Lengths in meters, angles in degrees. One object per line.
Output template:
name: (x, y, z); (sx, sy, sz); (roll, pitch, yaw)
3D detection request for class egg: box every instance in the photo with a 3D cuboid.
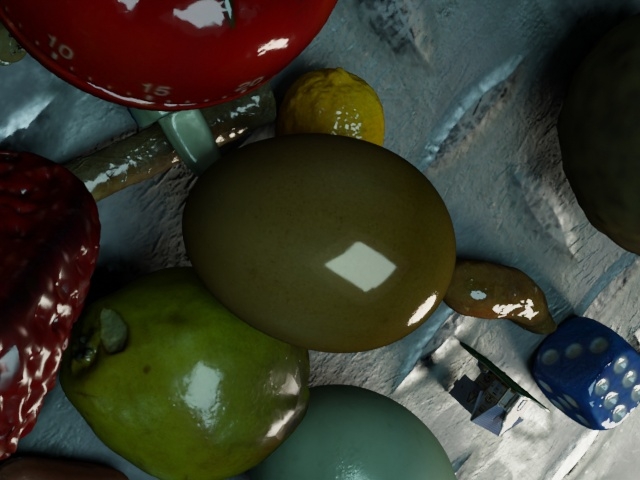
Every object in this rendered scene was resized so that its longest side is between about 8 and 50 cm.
egg: (0.053, 0.362, 1.563); (0.276, 0.276, 0.389); (-44, 128, -8)
egg: (0.000, 0.000, 1.243); (0.323, 0.250, 0.250); (17, 103, -18)

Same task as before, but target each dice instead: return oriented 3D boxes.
dice: (0.463, 0.228, 1.852); (0.146, 0.146, 0.143); (-47, 126, -10)

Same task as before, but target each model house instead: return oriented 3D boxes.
model house: (0.269, 0.250, 1.725); (0.117, 0.167, 0.088); (32, 96, -43)

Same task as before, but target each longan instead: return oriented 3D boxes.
longan: (0.541, -0.155, 1.577); (0.391, 0.391, 0.391); (-14, 119, -27)

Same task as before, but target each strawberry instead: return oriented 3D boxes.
strawberry: (-0.383, 0.056, 1.153); (0.345, 0.318, 0.295); (-49, 134, -37)

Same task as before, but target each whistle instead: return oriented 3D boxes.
whistle: (-0.187, -0.185, 1.244); (0.110, 0.092, 0.244); (-35, 104, -22)

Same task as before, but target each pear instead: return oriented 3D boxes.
pear: (-0.161, 0.168, 1.349); (0.321, 0.269, 0.269); (8, 107, -32)

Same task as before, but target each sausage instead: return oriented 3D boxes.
sausage: (-0.340, 0.327, 1.424); (0.194, 0.077, 0.077); (17, 102, -37)

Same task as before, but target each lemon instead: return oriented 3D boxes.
lemon: (0.010, -0.134, 1.384); (0.142, 0.142, 0.187); (-2, 120, -32)

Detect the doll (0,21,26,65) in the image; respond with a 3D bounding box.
doll: (-0.324, -0.230, 1.197); (0.093, 0.051, 0.061); (-42, 134, -47)

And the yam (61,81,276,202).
yam: (-0.187, -0.120, 1.314); (0.300, 0.066, 0.066); (-27, 124, -20)

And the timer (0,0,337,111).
timer: (-0.156, -0.317, 1.068); (0.378, 0.279, 0.377); (4, 79, -21)

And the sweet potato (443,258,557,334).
sweet potato: (0.297, 0.091, 1.710); (0.292, 0.097, 0.097); (19, 101, -38)
